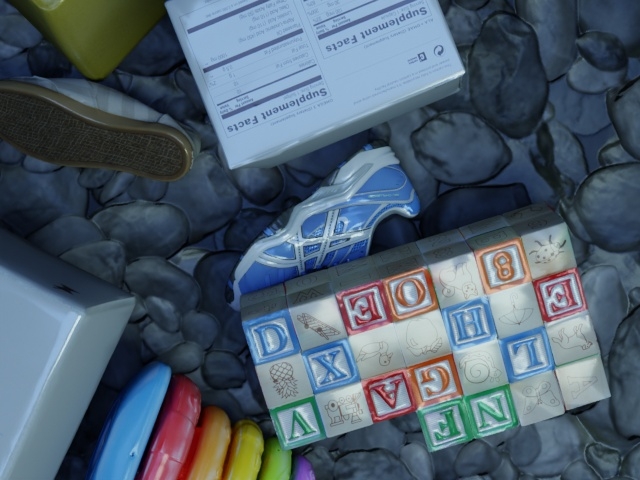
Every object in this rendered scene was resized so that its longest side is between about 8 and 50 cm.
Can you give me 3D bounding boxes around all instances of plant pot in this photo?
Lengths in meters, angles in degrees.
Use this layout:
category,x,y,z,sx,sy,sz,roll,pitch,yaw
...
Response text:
category,x,y,z,sx,sy,sz,roll,pitch,yaw
plant pot,-0.222,-0.291,1.324,0.212,0.187,0.212,45,96,1

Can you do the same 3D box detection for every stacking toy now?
category,x,y,z,sx,sy,sz,roll,pitch,yaw
stacking toy,-0.061,0.236,1.371,0.301,0.166,0.175,21,80,-9

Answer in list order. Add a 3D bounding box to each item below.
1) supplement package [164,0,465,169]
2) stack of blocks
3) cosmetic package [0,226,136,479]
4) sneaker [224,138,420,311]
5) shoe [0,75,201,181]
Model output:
category,x,y,z,sx,sy,sz,roll,pitch,yaw
supplement package,0.005,-0.162,1.275,0.204,0.262,0.145,-22,90,5
stack of blocks,0.092,0.095,1.341,0.297,0.087,0.171,-17,105,0
cosmetic package,-0.364,0.204,1.254,0.230,0.161,0.453,27,95,8
sneaker,0.000,0.000,1.376,0.211,0.080,0.081,-41,86,6
shoe,-0.217,-0.109,1.403,0.219,0.058,0.077,17,125,7
